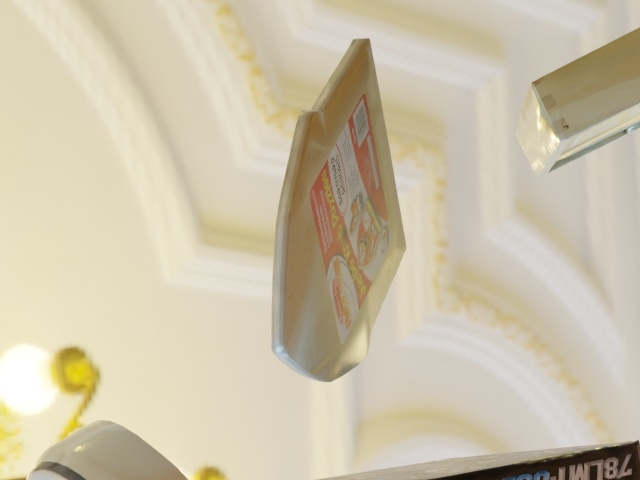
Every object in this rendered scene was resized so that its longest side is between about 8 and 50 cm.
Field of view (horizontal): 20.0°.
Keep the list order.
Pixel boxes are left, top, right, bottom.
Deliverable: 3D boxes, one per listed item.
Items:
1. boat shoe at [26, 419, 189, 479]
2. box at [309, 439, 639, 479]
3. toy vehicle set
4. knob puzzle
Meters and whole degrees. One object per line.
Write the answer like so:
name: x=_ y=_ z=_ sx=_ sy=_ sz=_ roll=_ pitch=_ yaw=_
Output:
boat shoe: x=-0.041 y=0.188 z=0.529 sx=0.088 sy=0.096 sz=0.267 roll=-23 pitch=-81 yaw=-31
box: x=0.058 y=0.216 z=1.435 sx=0.293 sy=0.295 sz=0.073 roll=-4 pitch=-96 yaw=-26
toy vehicle set: x=0.198 y=-0.097 z=1.059 sx=0.035 sy=0.166 sz=0.267 roll=64 pitch=-178 yaw=4
knob puzzle: x=0.000 y=0.000 z=1.106 sx=0.213 sy=0.030 sz=0.213 roll=5 pitch=-90 yaw=-69
